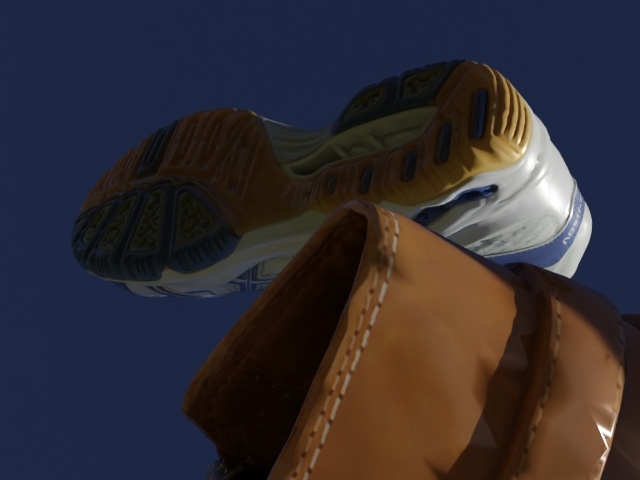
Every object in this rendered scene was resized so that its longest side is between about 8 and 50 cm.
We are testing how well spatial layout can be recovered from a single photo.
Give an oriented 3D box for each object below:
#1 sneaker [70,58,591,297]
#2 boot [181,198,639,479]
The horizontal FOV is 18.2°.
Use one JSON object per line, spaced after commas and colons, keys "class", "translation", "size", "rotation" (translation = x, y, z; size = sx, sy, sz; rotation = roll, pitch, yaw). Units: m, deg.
{"class": "sneaker", "translation": [0.000, 0.000, 1.045], "size": [0.296, 0.131, 0.111], "rotation": [-6, -128, 38]}
{"class": "boot", "translation": [0.088, 0.048, 0.395], "size": [0.283, 0.220, 0.109], "rotation": [-52, -160, 6]}
